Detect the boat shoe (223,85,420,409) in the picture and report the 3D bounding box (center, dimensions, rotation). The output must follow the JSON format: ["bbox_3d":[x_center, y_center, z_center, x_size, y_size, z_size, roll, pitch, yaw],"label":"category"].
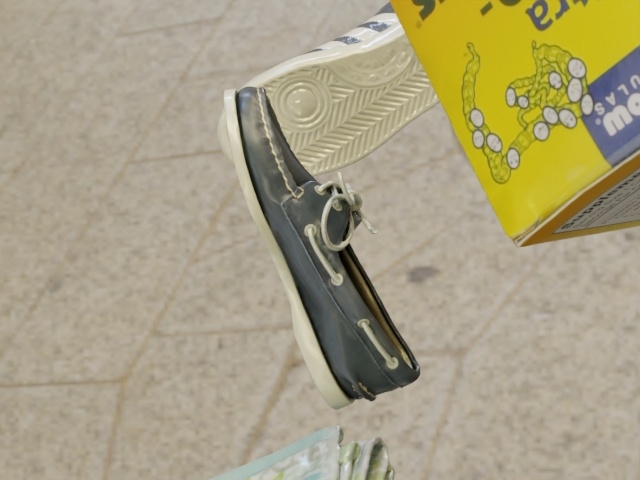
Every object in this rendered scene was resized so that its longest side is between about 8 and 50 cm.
[{"bbox_3d":[0.000,0.000,1.019,0.095,0.079,0.254,-40,-70,-78],"label":"boat shoe"}]

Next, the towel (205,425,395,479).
[{"bbox_3d":[-0.109,0.323,1.077,0.090,0.374,0.320,52,-158,-25],"label":"towel"}]

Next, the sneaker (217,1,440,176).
[{"bbox_3d":[0.051,-0.178,1.503,0.148,0.350,0.131,-111,-3,-72],"label":"sneaker"}]

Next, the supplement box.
[{"bbox_3d":[0.253,-0.140,0.903,0.356,0.194,0.195,-8,-114,-45],"label":"supplement box"}]
